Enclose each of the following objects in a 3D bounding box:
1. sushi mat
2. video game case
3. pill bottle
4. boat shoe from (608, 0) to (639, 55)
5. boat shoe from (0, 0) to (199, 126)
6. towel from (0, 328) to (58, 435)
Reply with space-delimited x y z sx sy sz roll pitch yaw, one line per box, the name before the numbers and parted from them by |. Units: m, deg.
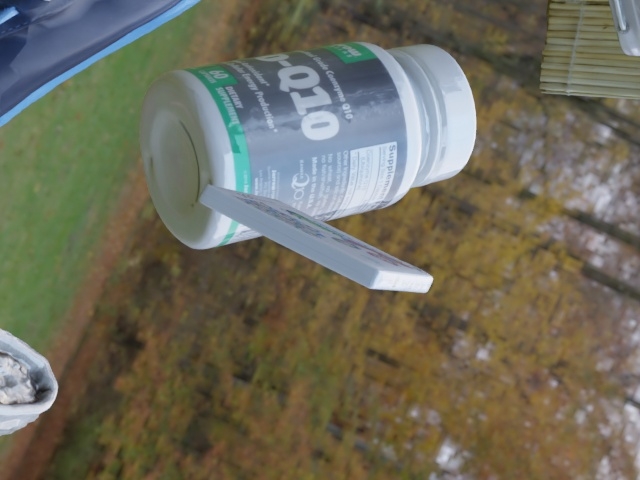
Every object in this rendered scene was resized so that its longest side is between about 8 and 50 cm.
sushi mat | 0.333 -0.183 1.062 0.019 0.316 0.151 -2 98 -66
video game case | 0.000 0.000 1.042 0.019 0.157 0.143 -65 160 6
pill bottle | -0.011 -0.122 1.548 0.204 0.361 0.204 30 -53 50
boat shoe | 0.220 -0.265 0.973 0.088 0.267 0.096 -13 -164 40
boat shoe | -0.096 -0.106 0.443 0.258 0.109 0.089 -40 152 24
towel | -0.264 0.061 0.505 0.187 0.282 0.049 -22 -114 27
